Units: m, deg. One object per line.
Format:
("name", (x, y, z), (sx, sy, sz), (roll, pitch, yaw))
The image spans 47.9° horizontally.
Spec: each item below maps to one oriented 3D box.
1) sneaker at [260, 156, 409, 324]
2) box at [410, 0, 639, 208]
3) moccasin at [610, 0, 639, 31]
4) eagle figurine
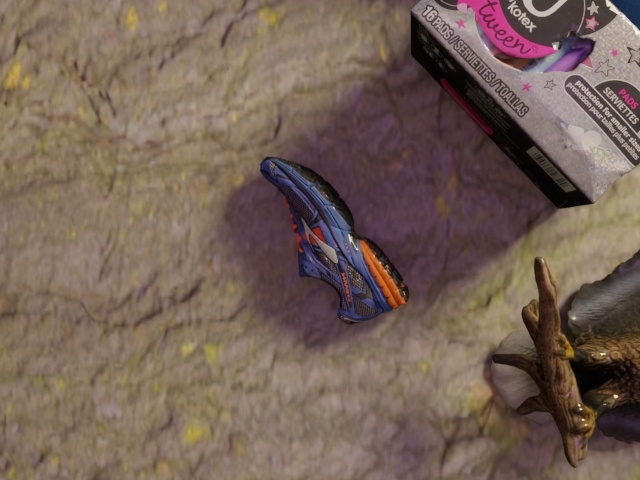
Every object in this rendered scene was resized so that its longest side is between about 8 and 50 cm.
("sneaker", (0.000, 0.000, 0.787), (0.087, 0.083, 0.221), (-38, 83, 10))
("box", (0.223, -0.169, 0.721), (0.142, 0.163, 0.247), (-43, 86, 5))
("moccasin", (0.261, -0.340, 0.749), (0.342, 0.138, 0.116), (45, 66, -13))
("eagle figurine", (0.343, 0.119, 0.718), (0.299, 0.225, 0.226), (-11, 133, -23))
